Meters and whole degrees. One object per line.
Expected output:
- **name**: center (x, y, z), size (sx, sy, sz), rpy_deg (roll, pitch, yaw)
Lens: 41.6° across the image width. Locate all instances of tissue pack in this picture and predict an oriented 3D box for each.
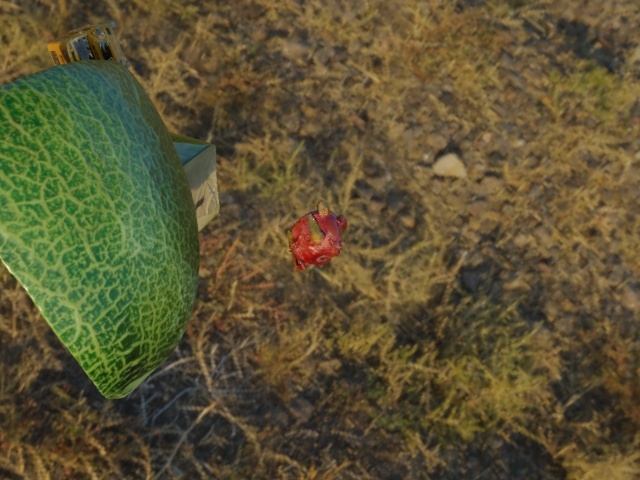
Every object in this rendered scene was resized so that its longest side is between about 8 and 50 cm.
- **tissue pack**: center (-0.342, -0.095, 1.452), size (0.274, 0.167, 0.200), rpy_deg (17, 38, 19)

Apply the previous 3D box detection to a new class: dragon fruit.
- **dragon fruit**: center (0.000, 0.004, 1.494), size (0.112, 0.126, 0.068), rpy_deg (24, 26, -46)

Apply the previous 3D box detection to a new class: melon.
- **melon**: center (-0.260, -0.004, 0.957), size (0.343, 0.226, 0.331), rpy_deg (56, 22, -8)

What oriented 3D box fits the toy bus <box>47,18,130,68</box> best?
- **toy bus**: center (-0.338, -0.272, 1.218), size (0.074, 0.162, 0.069), rpy_deg (-28, 113, -25)
